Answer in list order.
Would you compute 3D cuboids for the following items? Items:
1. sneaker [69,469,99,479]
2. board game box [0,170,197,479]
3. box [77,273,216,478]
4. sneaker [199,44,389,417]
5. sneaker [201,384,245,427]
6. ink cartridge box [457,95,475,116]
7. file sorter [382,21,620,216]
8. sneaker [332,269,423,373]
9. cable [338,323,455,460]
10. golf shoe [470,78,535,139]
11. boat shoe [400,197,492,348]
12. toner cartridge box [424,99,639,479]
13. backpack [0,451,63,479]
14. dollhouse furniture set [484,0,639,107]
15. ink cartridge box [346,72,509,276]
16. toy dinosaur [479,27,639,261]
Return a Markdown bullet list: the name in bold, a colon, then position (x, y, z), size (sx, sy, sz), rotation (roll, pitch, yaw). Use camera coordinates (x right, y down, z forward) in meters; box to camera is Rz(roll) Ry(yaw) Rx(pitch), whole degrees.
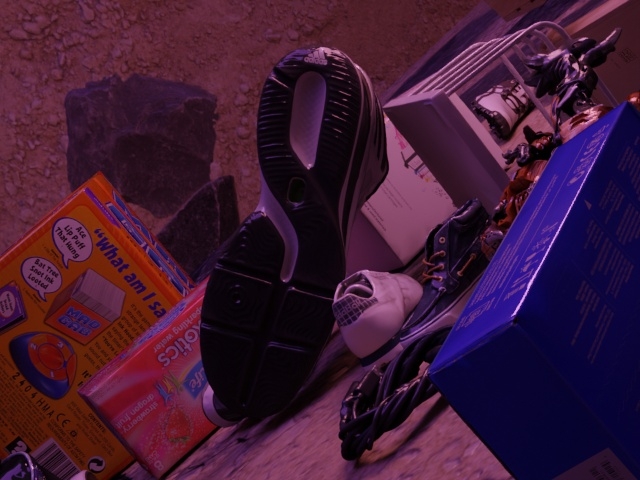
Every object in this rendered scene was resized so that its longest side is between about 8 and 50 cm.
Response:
- **sneaker**: position (-0.291, 0.355, 1.840), size (0.123, 0.106, 0.290), rotation (-37, 9, 2)
- **board game box**: position (-0.374, 0.150, 2.469), size (0.356, 0.356, 0.356), rotation (-40, 8, 1)
- **box**: position (-0.165, 0.166, 2.157), size (0.300, 0.154, 0.142), rotation (-40, 8, -13)
- **sneaker**: position (0.001, 0.000, 1.960), size (0.257, 0.169, 0.447), rotation (12, -88, -70)
- **sneaker**: position (-0.048, 0.144, 2.018), size (0.234, 0.078, 0.106), rotation (-47, 14, -27)
- **ink cartridge box**: position (0.129, -0.106, 2.512), size (0.189, 0.097, 0.255), rotation (-33, 9, 41)
- **file sorter**: position (0.222, -0.138, 1.902), size (0.173, 0.193, 0.278), rotation (-38, 7, -6)
- **sneaker**: position (0.066, 0.070, 1.814), size (0.090, 0.095, 0.235), rotation (-40, 6, 13)
- **cable**: position (0.081, 0.146, 1.520), size (0.150, 0.047, 0.184), rotation (-31, 8, 23)
- **golf shoe**: position (0.286, -0.214, 2.453), size (0.094, 0.077, 0.198), rotation (-38, 9, 12)
- **boat shoe**: position (0.132, 0.036, 1.721), size (0.183, 0.083, 0.065), rotation (-44, 8, -25)
- **toner cartridge box**: position (0.195, 0.047, 1.055), size (0.075, 0.165, 0.348), rotation (-35, 8, 33)
- **backpack**: position (-0.331, 0.369, 1.582), size (0.225, 0.191, 0.253), rotation (-36, 22, 22)
- **dollhouse furniture set**: position (0.392, -0.352, 1.942), size (0.198, 0.286, 0.303), rotation (-29, 24, 52)
- **ink cartridge box**: position (0.107, -0.086, 2.220), size (0.233, 0.168, 0.171), rotation (-42, 7, -24)
- **toy dinosaur**: position (0.291, -0.096, 1.622), size (0.322, 0.164, 0.218), rotation (-22, 28, 28)
